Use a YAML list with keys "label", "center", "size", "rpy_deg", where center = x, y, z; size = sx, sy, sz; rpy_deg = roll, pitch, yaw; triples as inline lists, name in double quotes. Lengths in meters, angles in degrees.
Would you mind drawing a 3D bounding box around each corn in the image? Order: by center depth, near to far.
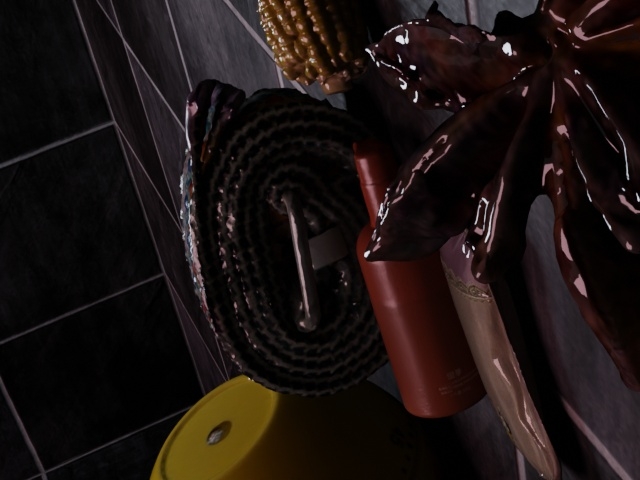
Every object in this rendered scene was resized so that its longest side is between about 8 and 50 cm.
- label: "corn"
  center: [-0.034, -0.255, 1.099]
  size: [0.086, 0.086, 0.288]
  rpy_deg: [-175, 64, -76]

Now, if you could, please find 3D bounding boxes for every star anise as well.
- label: "star anise"
  center: [0.123, -0.071, 0.573]
  size: [0.283, 0.129, 0.212]
  rpy_deg: [-51, 38, 38]

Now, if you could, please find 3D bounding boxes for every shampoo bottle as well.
- label: "shampoo bottle"
  center: [0.078, 0.032, 1.159]
  size: [0.085, 0.085, 0.244]
  rpy_deg: [-146, 36, -69]

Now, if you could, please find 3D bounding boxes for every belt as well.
- label: "belt"
  center: [-0.021, -0.007, 1.235]
  size: [0.160, 0.206, 0.295]
  rpy_deg: [-147, 50, -76]

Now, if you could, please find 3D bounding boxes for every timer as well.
- label: "timer"
  center: [0.000, 0.335, 1.484]
  size: [0.387, 0.376, 0.376]
  rpy_deg: [49, 175, -22]

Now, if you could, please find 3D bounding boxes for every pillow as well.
- label: "pillow"
  center: [0.140, 0.082, 1.083]
  size: [0.130, 0.038, 0.233]
  rpy_deg: [-133, 22, -70]
